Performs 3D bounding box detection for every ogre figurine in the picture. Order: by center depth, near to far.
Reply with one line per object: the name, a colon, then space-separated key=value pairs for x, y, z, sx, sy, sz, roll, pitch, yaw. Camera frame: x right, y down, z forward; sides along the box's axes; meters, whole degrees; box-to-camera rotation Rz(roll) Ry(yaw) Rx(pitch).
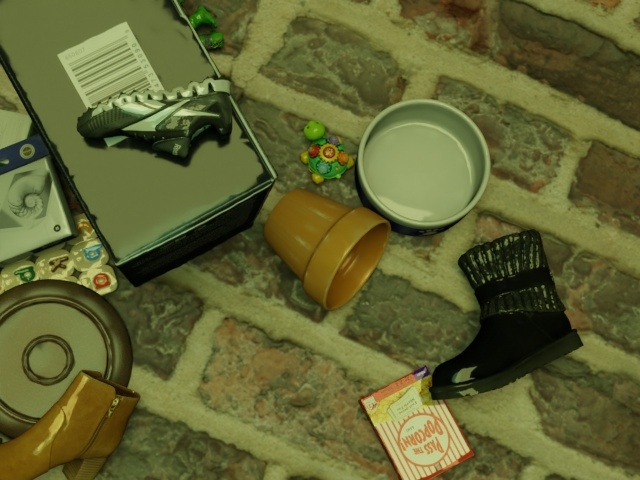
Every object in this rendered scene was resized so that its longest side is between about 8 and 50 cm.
ogre figurine: x=-0.296 y=-0.462 z=1.898 sx=0.118 sy=0.097 sz=0.197 roll=-37 pitch=125 yaw=-5

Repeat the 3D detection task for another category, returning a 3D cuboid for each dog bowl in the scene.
dog bowl: x=0.202 y=-0.145 z=1.853 sx=0.265 sy=0.104 sz=0.264 roll=1 pitch=77 yaw=-3

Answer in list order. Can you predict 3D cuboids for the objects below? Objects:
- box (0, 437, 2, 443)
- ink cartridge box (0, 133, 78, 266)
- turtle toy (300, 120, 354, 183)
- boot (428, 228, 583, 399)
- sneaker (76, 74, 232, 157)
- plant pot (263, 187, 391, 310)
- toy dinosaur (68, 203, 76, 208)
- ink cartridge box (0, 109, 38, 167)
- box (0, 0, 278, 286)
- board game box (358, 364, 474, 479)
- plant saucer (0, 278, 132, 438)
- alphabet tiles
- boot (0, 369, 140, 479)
box: x=-0.722 y=0.394 z=1.647 sx=0.257 sy=0.128 sz=0.122 roll=9 pitch=76 yaw=-3
ink cartridge box: x=-0.599 y=-0.071 z=1.744 sx=0.223 sy=0.045 sz=0.223 roll=-22 pitch=81 yaw=1
turtle toy: x=0.008 y=-0.182 z=1.867 sx=0.095 sy=0.066 sz=0.130 roll=-28 pitch=80 yaw=-10
boot: x=0.319 y=0.142 z=1.769 sx=0.348 sy=0.131 sz=0.260 roll=-20 pitch=84 yaw=-25
sneaker: x=-0.234 y=-0.167 z=1.344 sx=0.235 sy=0.078 sz=0.106 roll=-14 pitch=83 yaw=-11
plant pot: x=0.000 y=0.000 z=1.769 sx=0.188 sy=0.205 sz=0.205 roll=34 pitch=76 yaw=20
toy dinosaur: x=-0.527 y=-0.054 z=1.779 sx=0.082 sy=0.090 sz=0.047 roll=-5 pitch=58 yaw=-37
ink cartridge box: x=-0.678 y=-0.208 z=1.826 sx=0.209 sy=0.062 sz=0.108 roll=11 pitch=76 yaw=-1
box: x=-0.328 y=-0.202 z=1.613 sx=0.298 sy=0.472 sz=0.479 roll=-29 pitch=88 yaw=-9
board game box: x=0.182 y=0.358 z=1.762 sx=0.147 sy=0.045 sz=0.193 roll=-27 pitch=80 yaw=-10
plant saucer: x=-0.508 y=0.223 z=1.716 sx=0.311 sy=0.050 sz=0.310 roll=2 pitch=81 yaw=-12
alphabet tiles: x=-0.551 y=0.062 z=1.793 sx=0.278 sy=0.021 sz=0.284 roll=-19 pitch=79 yaw=-8
boot: x=-0.470 y=0.321 z=1.613 sx=0.104 sy=0.295 sz=0.211 roll=30 pitch=96 yaw=42
